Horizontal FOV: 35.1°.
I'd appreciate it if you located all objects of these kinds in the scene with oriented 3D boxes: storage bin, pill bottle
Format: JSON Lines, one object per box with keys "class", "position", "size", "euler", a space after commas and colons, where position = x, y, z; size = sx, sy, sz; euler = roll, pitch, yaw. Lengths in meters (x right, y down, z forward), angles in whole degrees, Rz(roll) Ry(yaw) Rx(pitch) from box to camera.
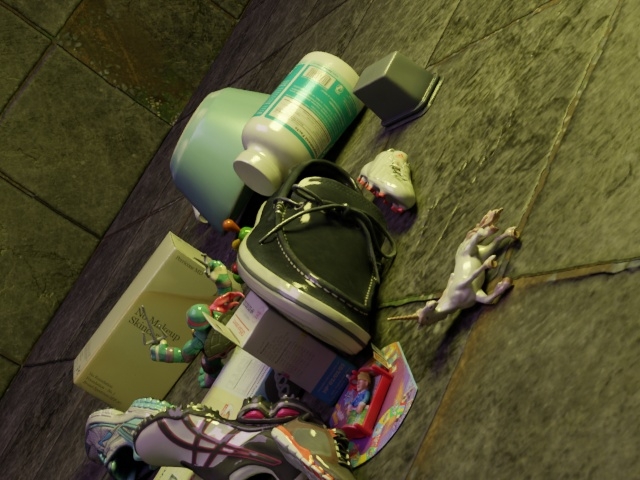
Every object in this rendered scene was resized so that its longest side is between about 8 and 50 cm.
{"class": "storage bin", "position": [0.122, -0.253, 1.642], "size": [0.135, 0.091, 0.098], "euler": [-15, 43, 61]}
{"class": "pill bottle", "position": [-0.043, -0.204, 1.820], "size": [0.264, 0.146, 0.146], "euler": [-52, 16, -22]}

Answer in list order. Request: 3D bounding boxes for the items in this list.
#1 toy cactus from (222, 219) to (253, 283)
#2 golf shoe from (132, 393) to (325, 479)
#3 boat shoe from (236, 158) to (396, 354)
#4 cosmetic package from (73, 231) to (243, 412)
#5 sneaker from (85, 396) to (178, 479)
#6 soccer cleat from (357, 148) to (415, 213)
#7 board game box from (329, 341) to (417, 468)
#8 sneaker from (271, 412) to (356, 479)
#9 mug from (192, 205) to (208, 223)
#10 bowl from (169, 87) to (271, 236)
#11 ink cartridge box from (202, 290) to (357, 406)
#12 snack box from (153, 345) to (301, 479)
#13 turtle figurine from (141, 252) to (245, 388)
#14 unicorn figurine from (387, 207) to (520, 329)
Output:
{"class": "toy cactus", "position": [-0.074, -0.009, 1.710], "size": [0.219, 0.112, 0.180], "euler": [-44, 29, 1]}
{"class": "golf shoe", "position": [-0.125, 0.262, 1.233], "size": [0.273, 0.105, 0.120], "euler": [-13, 58, 30]}
{"class": "boat shoe", "position": [0.000, 0.000, 1.360], "size": [0.156, 0.187, 0.500], "euler": [-54, 12, 13]}
{"class": "cosmetic package", "position": [-0.298, 0.160, 1.848], "size": [0.309, 0.160, 0.113], "euler": [-53, 20, 6]}
{"class": "sneaker", "position": [-0.334, 0.347, 1.689], "size": [0.283, 0.110, 0.122], "euler": [-32, 32, 49]}
{"class": "soccer cleat", "position": [0.102, -0.094, 1.459], "size": [0.076, 0.068, 0.196], "euler": [-50, 16, 4]}
{"class": "board game box", "position": [0.046, 0.182, 1.164], "size": [0.133, 0.033, 0.169], "euler": [-50, 19, 13]}
{"class": "sneaker", "position": [0.008, 0.231, 1.098], "size": [0.065, 0.061, 0.158], "euler": [-37, 39, -18]}
{"class": "mug", "position": [-0.260, -0.077, 2.318], "size": [0.078, 0.062, 0.064], "euler": [-53, 25, 25]}
{"class": "bowl", "position": [-0.187, -0.181, 2.019], "size": [0.311, 0.163, 0.311], "euler": [-60, 1, 2]}
{"class": "ink cartridge box", "position": [-0.052, 0.125, 1.269], "size": [0.061, 0.181, 0.104], "euler": [-55, 19, -2]}
{"class": "snack box", "position": [-0.131, 0.269, 1.400], "size": [0.322, 0.060, 0.187], "euler": [-58, 18, -11]}
{"class": "turtle figurine", "position": [-0.174, 0.134, 1.524], "size": [0.118, 0.234, 0.175], "euler": [38, 74, 29]}
{"class": "unicorn figurine", "position": [0.161, 0.040, 1.111], "size": [0.111, 0.060, 0.162], "euler": [-36, 10, 45]}
